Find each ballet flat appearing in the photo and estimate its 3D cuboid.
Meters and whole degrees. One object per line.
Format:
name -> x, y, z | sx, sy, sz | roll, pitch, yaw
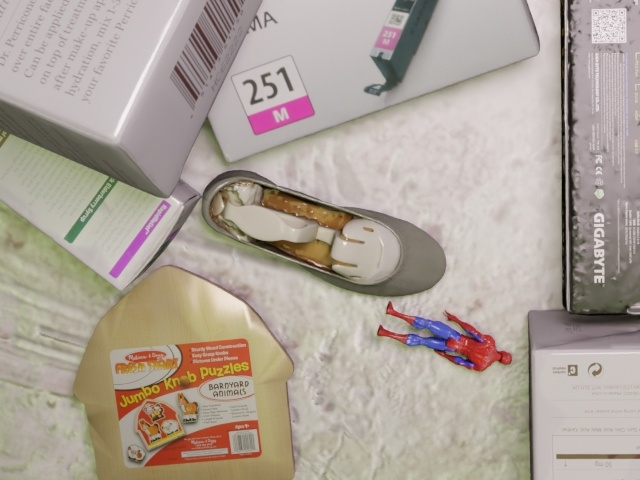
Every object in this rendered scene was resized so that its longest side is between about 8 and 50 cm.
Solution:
ballet flat -> 0.000, 0.000, 1.475 | 0.213, 0.068, 0.072 | 19, 100, 3

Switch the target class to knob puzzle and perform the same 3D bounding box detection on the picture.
knob puzzle -> -0.116, 0.115, 1.524 | 0.213, 0.030, 0.213 | 1, 99, 7

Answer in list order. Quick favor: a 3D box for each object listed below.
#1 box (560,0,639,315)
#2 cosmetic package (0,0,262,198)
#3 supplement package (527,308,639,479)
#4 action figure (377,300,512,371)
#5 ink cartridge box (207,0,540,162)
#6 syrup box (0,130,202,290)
box -> 0.318, -0.100, 1.404 | 0.257, 0.079, 0.322 | -1, 91, 4
cosmetic package -> -0.281, -0.230, 1.352 | 0.453, 0.161, 0.230 | 24, 81, 14
supplement package -> 0.256, 0.211, 1.424 | 0.175, 0.177, 0.293 | -1, 99, 6
action figure -> 0.107, 0.083, 1.497 | 0.115, 0.030, 0.038 | 20, 105, -2
ink cartridge box -> 0.008, -0.218, 1.414 | 0.275, 0.060, 0.239 | -19, 110, 12
syrup box -> -0.222, -0.068, 1.475 | 0.237, 0.093, 0.096 | 38, 99, -1
